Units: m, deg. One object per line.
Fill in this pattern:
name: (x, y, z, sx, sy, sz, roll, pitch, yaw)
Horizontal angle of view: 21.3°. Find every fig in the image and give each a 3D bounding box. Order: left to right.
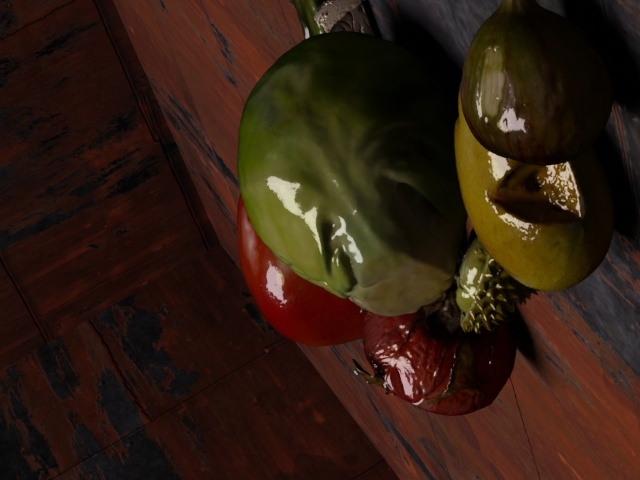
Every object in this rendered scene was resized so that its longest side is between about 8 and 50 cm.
fig: (0.184, -0.186, 1.487, 0.149, 0.149, 0.245, -138, 35, -61)

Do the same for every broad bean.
broad bean: (0.007, -0.270, 2.240, 0.207, 0.072, 0.153, 64, 173, -23)

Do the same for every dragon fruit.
dragon fruit: (0.174, 0.109, 2.257, 0.148, 0.223, 0.218, 120, 166, -46)

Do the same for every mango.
mango: (0.205, -0.073, 1.670, 0.262, 0.130, 0.167, 68, 163, -16)

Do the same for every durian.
durian: (0.206, 0.046, 2.005, 0.102, 0.146, 0.208, 18, 157, -3)

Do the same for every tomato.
tomato: (0.000, 0.000, 2.428, 0.226, 0.298, 0.298, 26, -157, -55)

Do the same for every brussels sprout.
brussels sprout: (0.057, -0.088, 2.008, 0.268, 0.344, 0.344, -37, 82, 45)

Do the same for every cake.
cake: (0.045, -0.256, 2.158, 0.052, 0.065, 0.121, 52, 175, 50)
